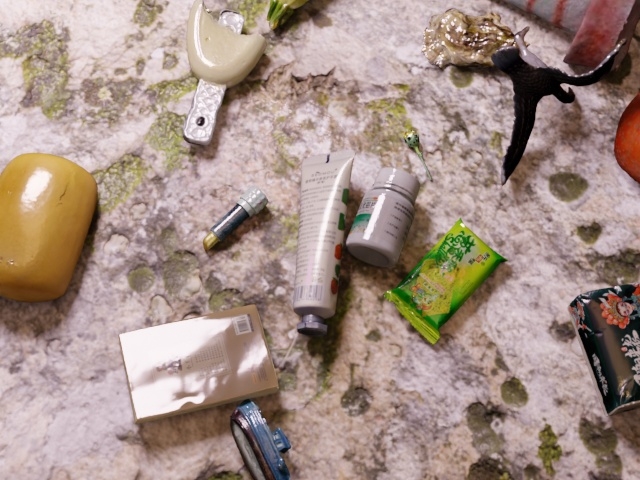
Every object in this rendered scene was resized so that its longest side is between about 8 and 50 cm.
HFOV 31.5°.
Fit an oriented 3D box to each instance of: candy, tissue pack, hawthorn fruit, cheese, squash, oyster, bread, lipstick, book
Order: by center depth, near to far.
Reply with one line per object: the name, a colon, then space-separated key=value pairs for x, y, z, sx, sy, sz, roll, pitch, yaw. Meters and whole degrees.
book: x=-0.168 y=0.168 z=1.555 sx=0.198 sy=0.016 sz=0.139 roll=-12 pitch=59 yaw=-10
bread: x=-0.396 y=-0.024 z=1.573 sx=0.147 sy=0.098 sz=0.217 roll=12 pitch=71 yaw=-5
tissue pack: x=0.425 y=0.153 z=1.600 sx=0.103 sy=0.090 sz=0.170 roll=-12 pitch=73 yaw=-13
hawthorn fruit: x=0.529 y=-0.181 z=1.629 sx=0.165 sy=0.285 sz=0.165 roll=4 pitch=59 yaw=-7
lipstick: x=-0.128 y=-0.030 z=1.637 sx=0.116 sy=0.037 sz=0.037 roll=-42 pitch=80 yaw=-14
candy: x=0.183 y=0.055 z=1.640 sx=0.102 sy=0.032 sz=0.178 roll=42 pitch=71 yaw=9
cheese: x=-0.161 y=-0.250 z=1.701 sx=0.127 sy=0.050 sz=0.235 roll=16 pitch=68 yaw=-1
candy: x=0.150 y=-0.128 z=1.708 sx=0.023 sy=0.025 sz=0.083 roll=-18 pitch=79 yaw=-30
squash: x=-0.024 y=-0.413 z=1.762 sx=0.090 sy=0.075 sz=0.200 roll=42 pitch=71 yaw=-18
oyster: x=0.244 y=-0.320 z=1.773 sx=0.165 sy=0.053 sz=0.108 roll=8 pitch=59 yaw=4

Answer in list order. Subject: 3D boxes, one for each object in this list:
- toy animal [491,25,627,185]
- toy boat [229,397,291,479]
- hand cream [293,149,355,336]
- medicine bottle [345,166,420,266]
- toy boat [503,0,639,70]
toy animal: x=0.338 y=-0.246 z=1.691 sx=0.160 sy=0.272 sz=0.197 roll=49 pitch=30 yaw=-2
toy boat: x=-0.074 y=0.276 z=1.522 sx=0.060 sy=0.060 sz=0.137 roll=-18 pitch=68 yaw=-38
hand cream: x=0.000 y=0.000 z=1.624 sx=0.095 sy=0.059 sz=0.276 roll=-7 pitch=66 yaw=32
medicine bottle: x=0.093 y=-0.034 z=1.636 sx=0.080 sy=0.080 sz=0.130 roll=21 pitch=70 yaw=1
toy boat: x=0.355 y=-0.387 z=1.751 sx=0.282 sy=0.206 sz=0.096 roll=30 pitch=50 yaw=22
